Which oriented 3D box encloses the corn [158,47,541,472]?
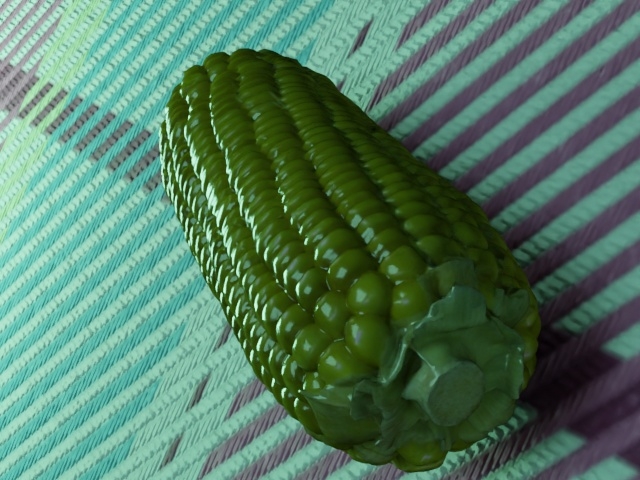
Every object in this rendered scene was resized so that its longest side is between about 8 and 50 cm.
[{"bbox_3d":[0.000,0.000,0.984,0.144,0.144,0.387,-61,26,9],"label":"corn"}]
